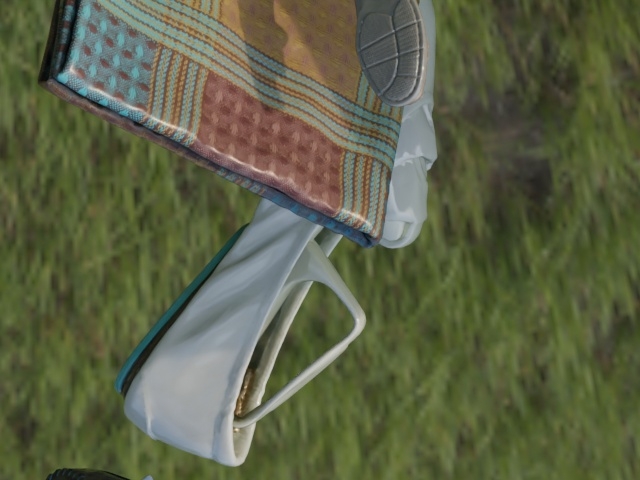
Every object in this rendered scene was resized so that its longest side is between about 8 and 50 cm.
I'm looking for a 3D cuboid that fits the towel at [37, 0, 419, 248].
[{"bbox_3d":[-0.032,-0.210,1.162,0.271,0.370,0.040,25,152,-34],"label":"towel"}]

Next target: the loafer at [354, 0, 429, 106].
[{"bbox_3d":[0.042,-0.139,1.095,0.045,0.125,0.039,-20,169,22],"label":"loafer"}]

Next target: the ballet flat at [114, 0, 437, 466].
[{"bbox_3d":[0.000,0.000,1.356,0.139,0.139,0.400,25,104,-38],"label":"ballet flat"}]

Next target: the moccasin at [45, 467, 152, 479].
[{"bbox_3d":[-0.118,0.202,0.937,0.116,0.342,0.138,22,98,-25],"label":"moccasin"}]
